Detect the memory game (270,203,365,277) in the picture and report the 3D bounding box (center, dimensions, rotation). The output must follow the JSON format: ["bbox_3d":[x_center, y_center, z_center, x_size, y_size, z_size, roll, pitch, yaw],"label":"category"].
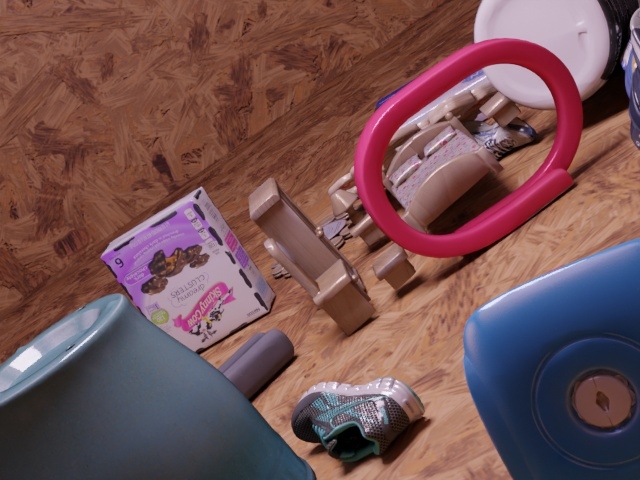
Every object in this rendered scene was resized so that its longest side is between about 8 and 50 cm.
[{"bbox_3d":[0.000,0.000,2.007,0.186,0.012,0.186,-33,13,9],"label":"memory game"}]

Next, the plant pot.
[{"bbox_3d":[-0.185,0.199,1.230,0.271,0.255,0.272,-32,14,9],"label":"plant pot"}]

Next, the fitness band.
[{"bbox_3d":[0.177,-0.108,1.531,0.290,0.209,0.054,-35,12,-6],"label":"fitness band"}]

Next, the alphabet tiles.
[{"bbox_3d":[0.144,-0.140,1.932,0.278,0.021,0.284,-24,-12,-45],"label":"alphabet tiles"}]

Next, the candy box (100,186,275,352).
[{"bbox_3d":[-0.187,0.051,1.874,0.164,0.196,0.070,-31,13,15],"label":"candy box"}]

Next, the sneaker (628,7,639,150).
[{"bbox_3d":[0.380,-0.113,1.354,0.086,0.163,0.226,-13,57,3],"label":"sneaker"}]

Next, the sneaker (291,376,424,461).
[{"bbox_3d":[0.019,0.176,1.246,0.166,0.065,0.076,-21,23,49],"label":"sneaker"}]

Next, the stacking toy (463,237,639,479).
[{"bbox_3d":[0.224,0.071,0.981,0.165,0.175,0.302,-26,4,21],"label":"stacking toy"}]

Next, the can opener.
[{"bbox_3d":[-0.148,0.191,1.549,0.280,0.093,0.074,-37,12,-30],"label":"can opener"}]

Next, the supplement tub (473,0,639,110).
[{"bbox_3d":[0.347,-0.304,1.789,0.193,0.194,0.316,-26,5,33],"label":"supplement tub"}]

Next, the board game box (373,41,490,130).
[{"bbox_3d":[0.230,-0.251,2.210,0.318,0.066,0.318,-31,14,16],"label":"board game box"}]

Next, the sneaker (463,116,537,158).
[{"bbox_3d":[0.245,-0.134,1.825,0.135,0.052,0.058,-3,55,52],"label":"sneaker"}]

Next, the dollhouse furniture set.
[{"bbox_3d":[0.095,-0.094,1.654,0.355,0.174,0.303,-42,13,6],"label":"dollhouse furniture set"}]

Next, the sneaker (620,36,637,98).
[{"bbox_3d":[0.424,-0.216,1.605,0.131,0.112,0.296,-46,1,43],"label":"sneaker"}]
